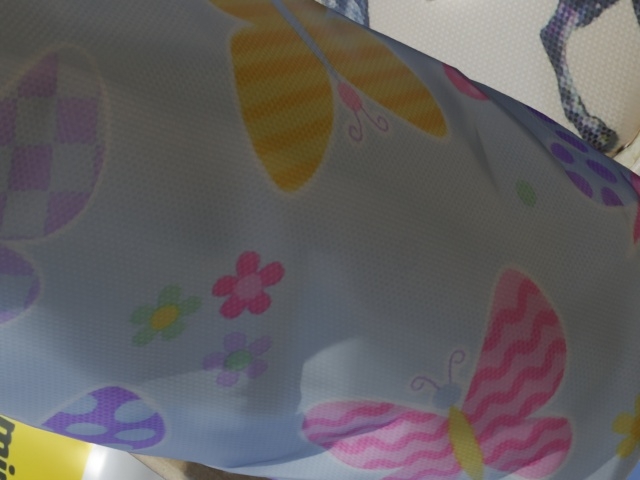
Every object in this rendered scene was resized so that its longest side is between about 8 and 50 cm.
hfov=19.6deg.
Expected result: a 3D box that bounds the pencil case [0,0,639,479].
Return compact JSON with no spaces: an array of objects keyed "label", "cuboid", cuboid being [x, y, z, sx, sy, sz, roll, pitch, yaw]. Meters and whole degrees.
[{"label":"pencil case","cuboid":[-0.038,-0.003,0.421,0.273,0.124,0.113,19,-143,-38]}]

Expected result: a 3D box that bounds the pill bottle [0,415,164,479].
[{"label":"pill bottle","cuboid":[-0.132,0.117,1.186,0.188,0.334,0.188,-30,-50,-42]}]

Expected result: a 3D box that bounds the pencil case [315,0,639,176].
[{"label":"pencil case","cuboid":[0.169,-0.116,0.732,0.410,0.160,0.183,-15,-110,-49]}]

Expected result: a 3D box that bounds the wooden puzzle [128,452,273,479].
[{"label":"wooden puzzle","cuboid":[0.000,0.000,0.966,0.322,0.348,0.080,-47,-27,-26]}]
